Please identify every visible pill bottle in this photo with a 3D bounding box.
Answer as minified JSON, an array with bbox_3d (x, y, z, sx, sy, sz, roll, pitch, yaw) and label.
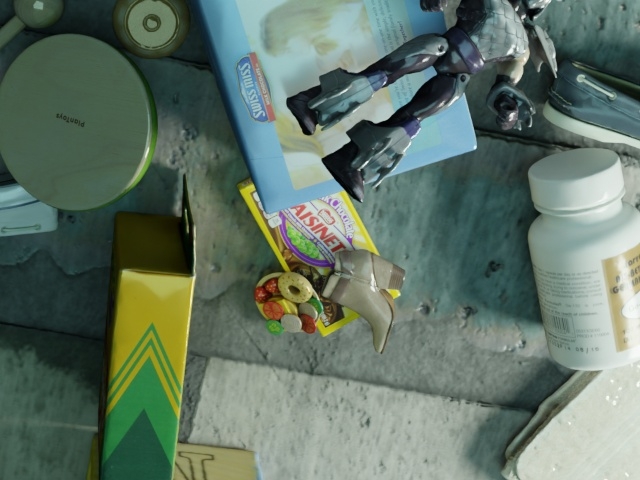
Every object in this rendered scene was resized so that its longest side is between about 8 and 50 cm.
[{"bbox_3d":[0.304,0.019,1.683,0.131,0.131,0.229,-15,110,-3],"label":"pill bottle"}]

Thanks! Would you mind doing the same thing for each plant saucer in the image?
[{"bbox_3d":[-0.180,-0.233,1.587,0.083,0.015,0.083,-2,108,-7],"label":"plant saucer"}]

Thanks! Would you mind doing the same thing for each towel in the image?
[{"bbox_3d":[0.366,0.231,1.809,0.282,0.049,0.187,-45,110,6],"label":"towel"}]

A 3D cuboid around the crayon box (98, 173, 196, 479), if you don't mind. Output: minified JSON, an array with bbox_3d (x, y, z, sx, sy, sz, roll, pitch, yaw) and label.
[{"bbox_3d":[-0.189,0.101,1.601,0.081,0.202,0.318,5,106,-10],"label":"crayon box"}]

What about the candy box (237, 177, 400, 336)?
[{"bbox_3d":[0.000,0.000,1.686,0.105,0.027,0.206,-29,110,0],"label":"candy box"}]

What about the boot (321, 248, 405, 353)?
[{"bbox_3d":[0.044,0.066,1.683,0.087,0.042,0.118,11,106,-7],"label":"boot"}]

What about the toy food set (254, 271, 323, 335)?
[{"bbox_3d":[-0.036,0.073,1.690,0.083,0.020,0.082,-13,116,29],"label":"toy food set"}]

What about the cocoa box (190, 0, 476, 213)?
[{"bbox_3d":[-0.010,-0.241,1.497,0.231,0.228,0.347,-18,110,-2],"label":"cocoa box"}]

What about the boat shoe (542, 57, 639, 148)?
[{"bbox_3d":[0.377,-0.146,1.662,0.255,0.095,0.079,14,117,-4],"label":"boat shoe"}]

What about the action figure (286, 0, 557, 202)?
[{"bbox_3d":[0.114,-0.161,1.374,0.285,0.099,0.185,-36,106,-3],"label":"action figure"}]

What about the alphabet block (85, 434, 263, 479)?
[{"bbox_3d":[-0.174,0.349,1.690,0.197,0.193,0.192,9,105,-11],"label":"alphabet block"}]

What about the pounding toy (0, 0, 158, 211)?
[{"bbox_3d":[-0.256,-0.144,1.575,0.237,0.110,0.183,46,109,9],"label":"pounding toy"}]

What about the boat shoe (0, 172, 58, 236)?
[{"bbox_3d":[-0.391,-0.018,1.591,0.226,0.083,0.075,-10,108,-6],"label":"boat shoe"}]
